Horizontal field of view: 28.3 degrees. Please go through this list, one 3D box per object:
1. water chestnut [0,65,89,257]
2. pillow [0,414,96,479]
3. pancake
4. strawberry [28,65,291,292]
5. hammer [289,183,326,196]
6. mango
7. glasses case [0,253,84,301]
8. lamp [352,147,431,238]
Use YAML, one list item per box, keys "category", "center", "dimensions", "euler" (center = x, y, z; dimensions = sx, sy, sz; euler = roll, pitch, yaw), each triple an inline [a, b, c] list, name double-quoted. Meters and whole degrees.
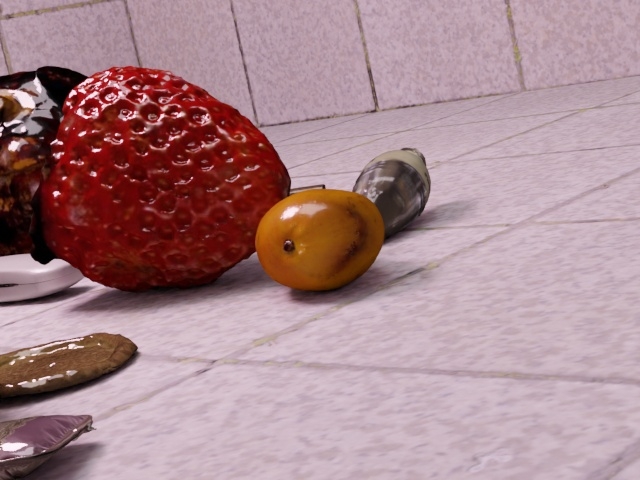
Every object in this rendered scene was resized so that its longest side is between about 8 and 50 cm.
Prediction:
- category: "water chestnut"
  center: [-0.437, -0.077, 1.986]
  dimensions: [0.335, 0.347, 0.335]
  euler: [3, 49, -4]
- category: "pillow"
  center: [-0.292, 0.171, 0.983]
  dimensions: [0.232, 0.038, 0.130]
  euler: [-13, 7, 10]
- category: "pancake"
  center: [-0.277, 0.126, 1.276]
  dimensions: [0.199, 0.021, 0.199]
  euler: [-11, 9, 2]
- category: "strawberry"
  center: [-0.193, -0.070, 1.607]
  dimensions: [0.310, 0.292, 0.292]
  euler: [14, 10, -1]
- category: "hammer"
  center: [-0.170, -0.058, 2.149]
  dimensions: [0.365, 0.043, 0.111]
  euler: [-9, 10, 10]
- category: "mango"
  center: [0.000, 0.000, 1.425]
  dimensions: [0.145, 0.112, 0.219]
  euler: [-12, -2, 1]
- category: "glasses case"
  center: [-0.427, 0.052, 1.768]
  dimensions: [0.233, 0.059, 0.092]
  euler: [-6, 10, 34]
- category: "lamp"
  center: [0.092, -0.061, 1.686]
  dimensions: [0.101, 0.101, 0.250]
  euler: [-8, 23, 22]
